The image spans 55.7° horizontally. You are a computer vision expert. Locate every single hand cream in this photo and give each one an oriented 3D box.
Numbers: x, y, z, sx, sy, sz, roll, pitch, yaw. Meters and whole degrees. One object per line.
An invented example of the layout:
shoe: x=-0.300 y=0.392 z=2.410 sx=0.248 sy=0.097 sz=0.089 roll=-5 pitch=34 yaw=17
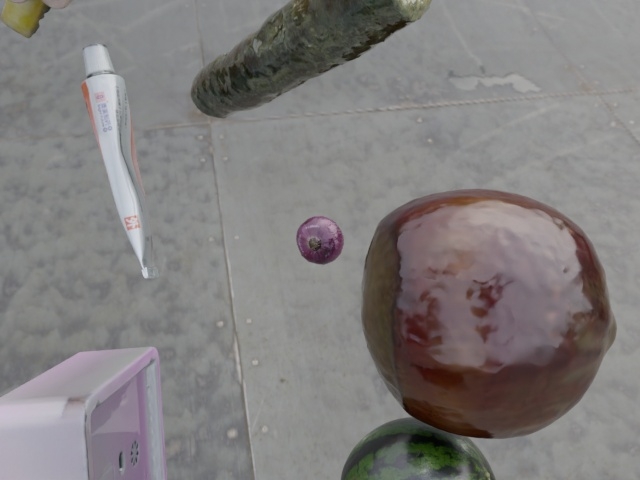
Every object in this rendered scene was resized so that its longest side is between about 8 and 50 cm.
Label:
hand cream: x=-0.178 y=-0.070 z=0.548 sx=0.038 sy=0.216 sz=0.052 roll=-14 pitch=-2 yaw=24

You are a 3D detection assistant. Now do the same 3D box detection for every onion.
onion: x=0.000 y=0.000 z=1.408 sx=0.115 sy=0.115 sz=0.104 roll=14 pitch=8 yaw=9

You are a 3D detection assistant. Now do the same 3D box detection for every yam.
yam: x=-0.026 y=-0.142 z=0.451 sx=0.061 sy=0.061 sz=0.274 roll=-38 pitch=16 yaw=-32

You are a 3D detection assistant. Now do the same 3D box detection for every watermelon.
watermelon: x=0.186 y=0.472 z=1.121 sx=0.285 sy=0.285 sz=0.285 roll=2 pitch=46 yaw=-2

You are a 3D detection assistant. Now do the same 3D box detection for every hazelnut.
hazelnut: x=0.261 y=0.120 z=0.997 sx=0.420 sy=0.421 sz=0.352 roll=32 pitch=16 yaw=24

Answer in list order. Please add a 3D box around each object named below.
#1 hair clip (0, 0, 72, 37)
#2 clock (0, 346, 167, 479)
hair clip: x=-0.130 y=-0.169 z=0.303 sx=0.062 sy=0.214 sz=0.056 roll=35 pitch=58 yaw=-22
clock: x=-0.151 y=0.182 z=0.401 sx=0.063 sy=0.197 sz=0.150 roll=-3 pitch=3 yaw=1
